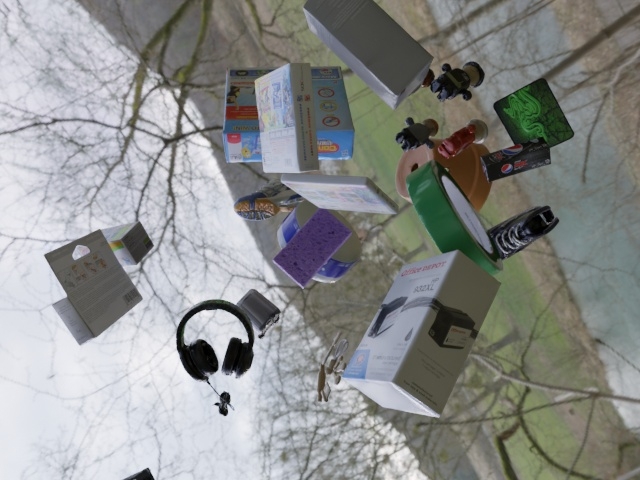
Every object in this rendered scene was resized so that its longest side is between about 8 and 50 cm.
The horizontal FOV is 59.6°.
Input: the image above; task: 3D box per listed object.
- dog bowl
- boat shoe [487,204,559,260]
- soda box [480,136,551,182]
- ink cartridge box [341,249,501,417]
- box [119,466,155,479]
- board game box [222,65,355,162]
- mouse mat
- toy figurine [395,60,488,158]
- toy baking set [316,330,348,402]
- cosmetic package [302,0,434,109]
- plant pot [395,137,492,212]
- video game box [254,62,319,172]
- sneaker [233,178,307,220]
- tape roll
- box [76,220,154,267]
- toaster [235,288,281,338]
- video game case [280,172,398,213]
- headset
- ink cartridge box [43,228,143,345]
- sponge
[{"bbox_3d":[0.000,0.000,1.781,0.264,0.104,0.265,29,-146,-22],"label":"dog bowl"},{"bbox_3d":[0.643,-0.012,1.894,0.127,0.340,0.158,54,180,4],"label":"boat shoe"},{"bbox_3d":[0.516,-0.214,1.478,0.053,0.168,0.060,-95,-16,-49],"label":"soda box"},{"bbox_3d":[0.207,0.190,1.165,0.129,0.308,0.223,37,158,-12],"label":"ink cartridge box"},{"bbox_3d":[-0.473,0.719,1.420,0.108,0.153,0.207,17,119,57],"label":"box"},{"bbox_3d":[-0.085,-0.326,1.408,0.086,0.307,0.302,93,174,-46],"label":"board game box"},{"bbox_3d":[0.581,-0.329,1.526,0.190,0.152,0.007,55,-143,-13],"label":"mouse mat"},{"bbox_3d":[0.282,-0.312,1.322,0.209,0.148,0.213,17,130,49],"label":"toy figurine"},{"bbox_3d":[0.046,0.458,2.009,0.030,0.197,0.256,27,-146,-17],"label":"toy baking set"},{"bbox_3d":[0.087,-0.363,1.025,0.238,0.107,0.127,41,-176,0],"label":"cosmetic package"},{"bbox_3d":[0.381,-0.209,1.804,0.203,0.291,0.291,14,-146,-27],"label":"plant pot"},{"bbox_3d":[-0.067,-0.223,1.052,0.205,0.048,0.187,-163,64,-65],"label":"video game box"},{"bbox_3d":[-0.193,-0.165,2.120,0.112,0.296,0.131,106,147,-52],"label":"sneaker"},{"bbox_3d":[0.331,-0.046,1.374,0.321,0.077,0.321,45,-156,-27],"label":"tape roll"},{"bbox_3d":[-0.670,0.022,1.823,0.103,0.203,0.114,67,-151,-27],"label":"box"},{"bbox_3d":[-0.241,0.278,2.129,0.146,0.129,0.227,40,161,8],"label":"toaster"},{"bbox_3d":[0.035,-0.078,0.936,0.143,0.157,0.019,30,-110,-58],"label":"video game case"},{"bbox_3d":[-0.329,0.377,1.814,0.185,0.243,0.395,-100,6,-79],"label":"headset"},{"bbox_3d":[-0.666,0.125,1.616,0.261,0.066,0.296,61,-166,-9],"label":"ink cartridge box"},{"bbox_3d":[-0.022,0.017,1.554,0.117,0.210,0.031,40,169,13],"label":"sponge"}]
